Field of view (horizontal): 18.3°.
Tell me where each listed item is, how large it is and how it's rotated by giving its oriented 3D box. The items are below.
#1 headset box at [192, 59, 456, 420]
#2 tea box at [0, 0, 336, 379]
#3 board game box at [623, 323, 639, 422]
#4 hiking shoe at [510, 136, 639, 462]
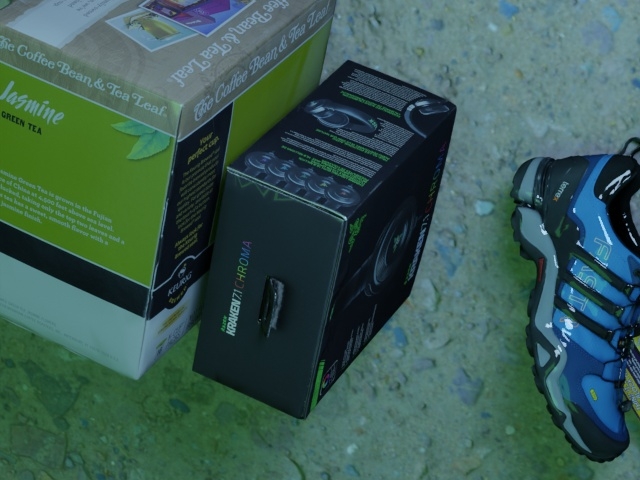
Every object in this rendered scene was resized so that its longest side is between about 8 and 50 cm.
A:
[{"bbox_3d":[0.000,0.000,1.951,0.131,0.283,0.246,23,125,16],"label":"headset box"},{"bbox_3d":[-0.167,-0.102,1.956,0.220,0.329,0.324,24,125,16],"label":"tea box"},{"bbox_3d":[0.370,0.134,1.971,0.141,0.048,0.170,-23,104,38],"label":"board game box"},{"bbox_3d":[0.269,0.062,1.906,0.132,0.113,0.304,-10,92,26],"label":"hiking shoe"}]
